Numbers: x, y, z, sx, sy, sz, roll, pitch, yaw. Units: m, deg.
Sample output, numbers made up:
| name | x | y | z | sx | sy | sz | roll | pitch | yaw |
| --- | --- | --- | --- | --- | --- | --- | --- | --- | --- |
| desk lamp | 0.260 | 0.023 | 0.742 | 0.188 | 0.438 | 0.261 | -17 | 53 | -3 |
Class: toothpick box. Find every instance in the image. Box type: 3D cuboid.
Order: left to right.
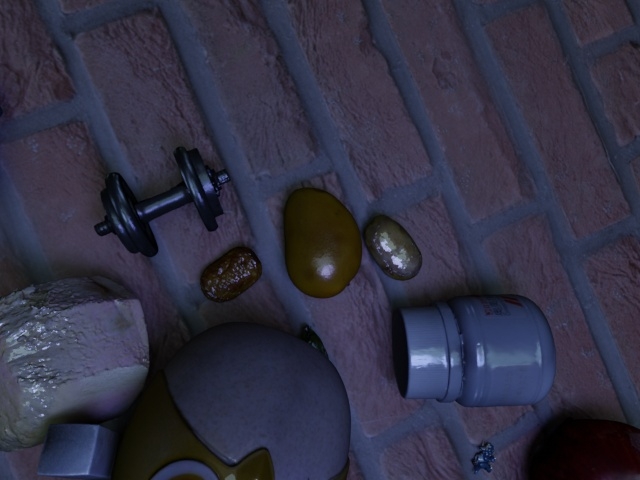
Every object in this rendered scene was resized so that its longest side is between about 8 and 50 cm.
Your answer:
| name | x | y | z | sx | sy | sz | roll | pitch | yaw |
| --- | --- | --- | --- | --- | --- | --- | --- | --- | --- |
| toothpick box | -0.154 | 0.399 | 0.824 | 0.408 | 0.409 | 0.426 | 27 | 53 | -8 |

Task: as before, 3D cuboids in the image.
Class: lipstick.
| name | x | y | z | sx | sy | sz | roll | pitch | yaw |
| --- | --- | --- | --- | --- | --- | --- | --- | --- | --- |
| lipstick | -0.403 | 0.395 | 0.840 | 0.079 | 0.372 | 0.076 | 4 | 61 | -8 |

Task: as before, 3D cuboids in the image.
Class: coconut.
| name | x | y | z | sx | sy | sz | roll | pitch | yaw |
| --- | --- | --- | --- | --- | --- | --- | --- | --- | --- |
| coconut | -0.477 | 0.212 | 0.875 | 0.297 | 0.309 | 0.298 | 2 | 94 | 28 |

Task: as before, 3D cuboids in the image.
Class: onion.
| name | x | y | z | sx | sy | sz | roll | pitch | yaw |
| --- | --- | --- | --- | --- | --- | --- | --- | --- | --- |
| onion | 0.655 | 0.575 | 1.059 | 0.340 | 0.341 | 0.342 | 0 | 88 | -10 |

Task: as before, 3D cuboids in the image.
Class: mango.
| name | x | y | z | sx | sy | sz | roll | pitch | yaw |
| --- | --- | --- | --- | --- | --- | --- | --- | --- | --- |
| mango | 0.007 | 0.003 | 1.038 | 0.175 | 0.139 | 0.255 | -1 | 82 | -13 |

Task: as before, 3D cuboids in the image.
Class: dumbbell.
| name | x | y | z | sx | sy | sz | roll | pitch | yaw |
| --- | --- | --- | --- | --- | --- | --- | --- | --- | --- |
| dumbbell | -0.325 | -0.079 | 0.956 | 0.289 | 0.192 | 0.192 | -25 | 93 | -11 |

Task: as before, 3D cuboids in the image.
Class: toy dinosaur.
| name | x | y | z | sx | sy | sz | roll | pitch | yaw |
| --- | --- | --- | --- | --- | --- | --- | --- | --- | --- |
| toy dinosaur | 0.406 | 0.545 | 1.144 | 0.047 | 0.030 | 0.083 | 24 | 84 | -7 |

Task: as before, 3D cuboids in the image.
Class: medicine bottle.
| name | x | y | z | sx | sy | sz | roll | pitch | yaw |
| --- | --- | --- | --- | --- | --- | --- | --- | --- | --- |
| medicine bottle | 0.328 | 0.247 | 1.032 | 0.305 | 0.245 | 0.245 | -2 | 89 | -2 |

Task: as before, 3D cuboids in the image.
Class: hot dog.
| name | x | y | z | sx | sy | sz | roll | pitch | yaw |
| --- | --- | --- | --- | --- | --- | --- | --- | --- | --- |
| hot dog | -0.201 | 0.078 | 1.037 | 0.147 | 0.065 | 0.099 | -39 | 95 | 3 |

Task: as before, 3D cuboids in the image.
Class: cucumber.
| name | x | y | z | sx | sy | sz | roll | pitch | yaw |
| --- | --- | --- | --- | --- | --- | --- | --- | --- | --- |
| cucumber | -0.002 | 0.307 | 1.067 | 0.069 | 0.069 | 0.228 | -17 | 87 | -10 |

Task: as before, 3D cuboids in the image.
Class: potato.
| name | x | y | z | sx | sy | sz | roll | pitch | yaw |
| --- | --- | --- | --- | --- | --- | --- | --- | --- | --- |
| potato | 0.173 | 0.020 | 1.095 | 0.107 | 0.080 | 0.170 | -44 | 99 | -16 |

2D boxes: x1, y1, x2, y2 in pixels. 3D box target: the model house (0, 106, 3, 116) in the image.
| name | x | y | z | sx | sy | sz | roll | pitch | yaw |
| --- | --- | --- | --- | --- | --- | --- | --- | --- | --- |
| model house | -0.798 | -0.207 | 0.852 | 0.311 | 0.245 | 0.281 | -2 | 85 | 0 |
